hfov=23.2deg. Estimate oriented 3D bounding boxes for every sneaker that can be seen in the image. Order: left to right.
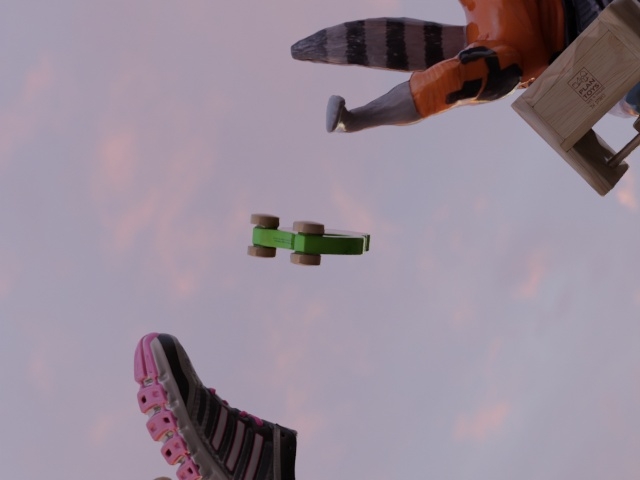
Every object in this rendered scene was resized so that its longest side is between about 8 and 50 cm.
[{"bbox_3d":[-0.056,0.127,0.988,0.074,0.170,0.063,-30,-3,-24],"label":"sneaker"}]

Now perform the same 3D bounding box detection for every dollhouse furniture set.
[{"bbox_3d":[0.191,-0.147,0.869,0.184,0.129,0.129,-47,-3,34],"label":"dollhouse furniture set"}]

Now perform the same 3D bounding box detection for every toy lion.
[{"bbox_3d":[0.000,0.000,1.185,0.096,0.100,0.034,3,-86,-33],"label":"toy lion"}]

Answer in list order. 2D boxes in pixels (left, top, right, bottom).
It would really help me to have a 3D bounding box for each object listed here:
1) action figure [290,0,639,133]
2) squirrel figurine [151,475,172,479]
[{"bbox_3d":[0.154,-0.202,1.171,0.330,0.341,0.178,3,-28,-16],"label":"action figure"},{"bbox_3d":[-0.098,0.406,1.528,0.281,0.396,0.371,-93,-6,-57],"label":"squirrel figurine"}]
